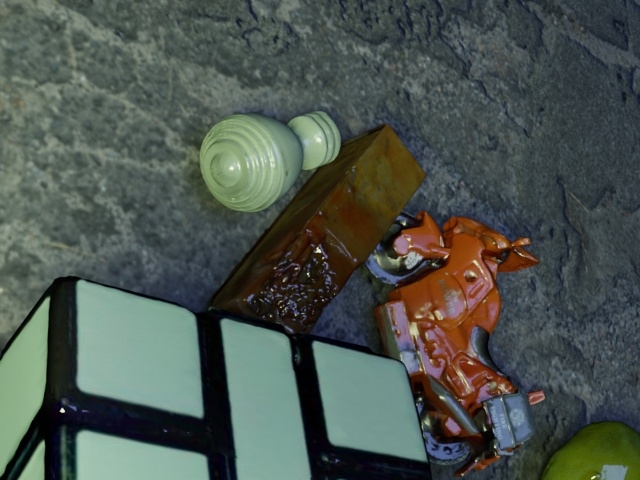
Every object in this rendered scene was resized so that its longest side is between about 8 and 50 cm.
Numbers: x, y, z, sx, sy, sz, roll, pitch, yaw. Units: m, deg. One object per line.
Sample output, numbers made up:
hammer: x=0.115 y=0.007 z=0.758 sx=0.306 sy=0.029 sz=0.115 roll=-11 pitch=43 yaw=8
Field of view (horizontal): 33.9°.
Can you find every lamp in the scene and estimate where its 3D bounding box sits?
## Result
lamp: x=-0.050 y=-0.094 z=1.148 sx=0.193 sy=0.106 sz=0.106 roll=-23 pitch=93 yaw=-51

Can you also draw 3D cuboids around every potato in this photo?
potato: x=0.352 y=0.356 z=1.335 sx=0.186 sy=0.148 sz=0.253 roll=25 pitch=69 yaw=-16

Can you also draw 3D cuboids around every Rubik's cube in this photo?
Rubik's cube: x=-0.099 y=0.232 z=0.682 sx=0.283 sy=0.288 sz=0.294 roll=17 pitch=45 yaw=-33

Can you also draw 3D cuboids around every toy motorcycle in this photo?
toy motorcycle: x=0.178 y=0.108 z=1.267 sx=0.221 sy=0.148 sz=0.326 roll=-12 pitch=83 yaw=-20

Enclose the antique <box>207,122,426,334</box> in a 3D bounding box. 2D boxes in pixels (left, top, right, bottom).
antique: x=0.000 y=0.000 z=1.164 sx=0.087 sy=0.093 sz=0.310 roll=51 pitch=51 yaw=-17
